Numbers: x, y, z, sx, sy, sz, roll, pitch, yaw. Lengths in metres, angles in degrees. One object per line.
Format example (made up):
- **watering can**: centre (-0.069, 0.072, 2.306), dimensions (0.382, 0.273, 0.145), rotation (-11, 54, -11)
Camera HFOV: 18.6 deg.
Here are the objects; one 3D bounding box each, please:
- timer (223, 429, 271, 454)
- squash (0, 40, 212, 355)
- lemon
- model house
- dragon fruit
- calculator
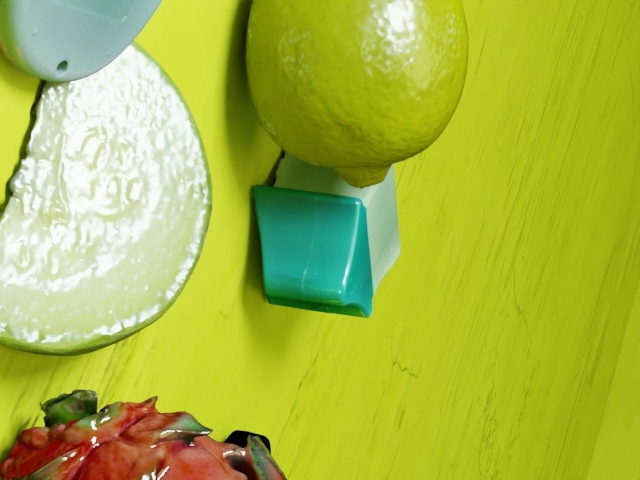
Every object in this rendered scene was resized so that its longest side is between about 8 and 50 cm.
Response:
- **timer**: centre (-0.082, 0.261, 1.630), dimensions (0.187, 0.055, 0.144), rotation (-51, 145, -55)
- **squash**: centre (-0.158, -0.007, 1.362), dimensions (0.204, 0.155, 0.237), rotation (28, 68, -31)
- **lemon**: centre (0.028, -0.164, 1.580), dimensions (0.184, 0.184, 0.248), rotation (-20, 110, -68)
- **model house**: centre (0.000, 0.000, 1.690), dimensions (0.149, 0.100, 0.127), rotation (-62, 153, -49)
- **dragon fruit**: centre (-0.106, 0.216, 1.286), dimensions (0.193, 0.274, 0.192), rotation (-44, 168, 17)
- **calculator**: centre (-0.119, -0.239, 1.227), dimensions (0.185, 0.041, 0.299), rotation (12, 103, -63)
